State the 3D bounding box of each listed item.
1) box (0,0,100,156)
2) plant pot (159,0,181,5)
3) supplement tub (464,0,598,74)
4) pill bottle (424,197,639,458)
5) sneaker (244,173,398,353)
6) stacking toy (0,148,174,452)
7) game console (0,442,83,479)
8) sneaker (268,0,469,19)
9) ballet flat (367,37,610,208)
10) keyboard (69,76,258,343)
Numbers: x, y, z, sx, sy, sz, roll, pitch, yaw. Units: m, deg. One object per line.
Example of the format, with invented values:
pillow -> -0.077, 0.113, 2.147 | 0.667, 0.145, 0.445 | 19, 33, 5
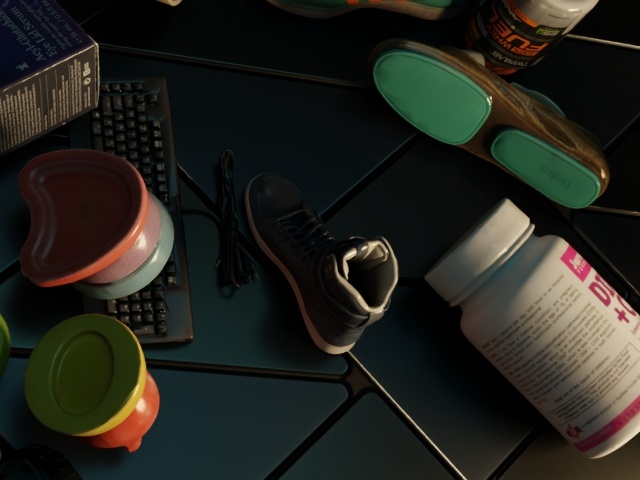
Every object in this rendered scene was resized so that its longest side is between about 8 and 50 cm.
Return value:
box -> -0.363, -0.178, 1.361 | 0.207, 0.108, 0.153 | -34, 67, -28
plant pot -> -0.276, -0.420, 1.450 | 0.274, 0.256, 0.256 | 12, 65, 3
supplement tub -> 0.259, -0.290, 1.598 | 0.117, 0.190, 0.117 | 7, 67, -16
pill bottle -> 0.264, 0.097, 1.466 | 0.283, 0.160, 0.160 | 45, 62, 1
sneaker -> 0.002, 0.000, 1.412 | 0.086, 0.163, 0.226 | -25, 78, -24
stacking toy -> -0.287, 0.073, 1.328 | 0.279, 0.130, 0.309 | -4, 64, 13
game console -> -0.350, 0.364, 1.213 | 0.361, 0.044, 0.213 | -33, 83, -28
sneaker -> 0.067, -0.347, 1.590 | 0.302, 0.121, 0.108 | -2, 70, -20
ballet flat -> 0.215, -0.166, 1.590 | 0.342, 0.116, 0.124 | 28, 43, -8
keyboard -> -0.174, -0.039, 1.438 | 0.201, 0.033, 0.317 | -1, 71, -20
